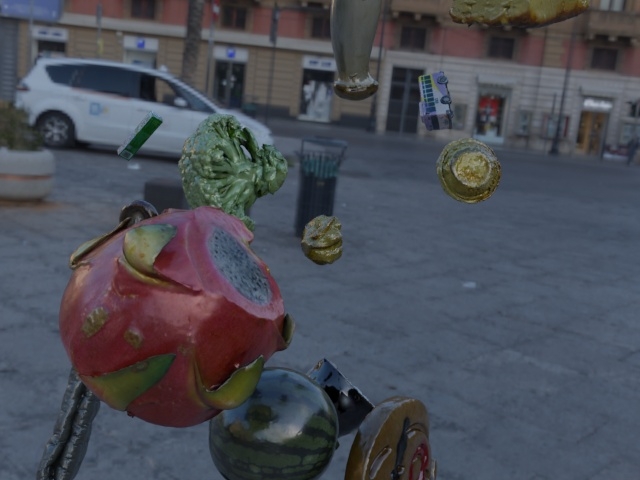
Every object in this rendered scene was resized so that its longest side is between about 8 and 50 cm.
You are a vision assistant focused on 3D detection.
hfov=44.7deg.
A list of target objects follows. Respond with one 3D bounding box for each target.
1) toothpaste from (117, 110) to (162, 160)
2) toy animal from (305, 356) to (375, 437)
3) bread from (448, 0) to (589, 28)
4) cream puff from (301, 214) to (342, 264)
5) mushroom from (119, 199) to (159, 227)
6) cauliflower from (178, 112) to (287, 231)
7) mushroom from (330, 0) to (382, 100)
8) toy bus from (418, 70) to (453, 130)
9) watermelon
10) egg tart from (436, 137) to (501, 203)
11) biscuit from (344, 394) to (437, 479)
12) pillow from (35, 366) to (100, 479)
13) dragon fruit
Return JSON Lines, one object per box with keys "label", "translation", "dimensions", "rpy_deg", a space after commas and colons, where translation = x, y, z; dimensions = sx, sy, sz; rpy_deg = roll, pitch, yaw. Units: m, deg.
{"label": "toothpaste", "translation": [-0.264, -0.153, 1.138], "dimensions": [0.020, 0.083, 0.017], "rpy_deg": [29, 25, -40]}
{"label": "toy animal", "translation": [-0.016, 0.375, 1.651], "dimensions": [0.165, 0.235, 0.187], "rpy_deg": [51, -2, 22]}
{"label": "bread", "translation": [0.414, -0.498, 1.598], "dimensions": [0.185, 0.114, 0.275], "rpy_deg": [12, 24, 40]}
{"label": "cream puff", "translation": [0.000, 0.000, 1.102], "dimensions": [0.058, 0.083, 0.083], "rpy_deg": [-10, 37, -9]}
{"label": "mushroom", "translation": [-0.520, 0.027, 2.151], "dimensions": [0.148, 0.227, 0.217], "rpy_deg": [-12, 24, 33]}
{"label": "cauliflower", "translation": [-0.203, -0.159, 1.821], "dimensions": [0.250, 0.275, 0.272], "rpy_deg": [-8, 26, -10]}
{"label": "mushroom", "translation": [0.084, -0.509, 1.851], "dimensions": [0.128, 0.350, 0.128], "rpy_deg": [-1, 18, 0]}
{"label": "toy bus", "translation": [0.204, -0.247, 1.386], "dimensions": [0.058, 0.102, 0.052], "rpy_deg": [-9, -32, 11]}
{"label": "watermelon", "translation": [-0.073, 0.307, 1.251], "dimensions": [0.212, 0.212, 0.212], "rpy_deg": [6, 11, -1]}
{"label": "egg tart", "translation": [0.418, -0.197, 2.169], "dimensions": [0.191, 0.191, 0.074], "rpy_deg": [5, -4, -2]}
{"label": "biscuit", "translation": [0.130, 0.449, 1.324], "dimensions": [0.063, 0.367, 0.314], "rpy_deg": [5, 4, 33]}
{"label": "pillow", "translation": [-0.617, 0.461, 1.946], "dimensions": [0.101, 0.326, 0.228], "rpy_deg": [15, -15, -8]}
{"label": "dragon fruit", "translation": [-0.161, 0.080, 0.976], "dimensions": [0.290, 0.189, 0.290], "rpy_deg": [36, 31, -26]}
